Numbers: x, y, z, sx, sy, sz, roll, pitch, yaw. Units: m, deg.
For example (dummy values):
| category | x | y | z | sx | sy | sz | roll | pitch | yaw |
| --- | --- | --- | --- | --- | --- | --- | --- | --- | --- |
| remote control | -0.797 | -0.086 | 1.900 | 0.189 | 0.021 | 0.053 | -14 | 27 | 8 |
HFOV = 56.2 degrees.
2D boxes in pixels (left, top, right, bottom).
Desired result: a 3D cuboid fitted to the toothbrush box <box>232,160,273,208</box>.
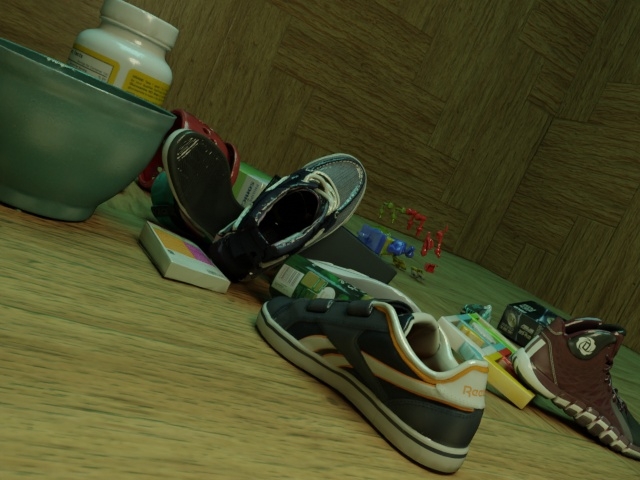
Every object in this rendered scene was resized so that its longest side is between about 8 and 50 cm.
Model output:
| category | x | y | z | sx | sy | sz | roll | pitch | yaw |
| --- | --- | --- | --- | --- | --- | --- | --- | --- | --- |
| toothbrush box | -0.195 | -0.126 | 1.556 | 0.283 | 0.122 | 0.206 | 29 | 9 | 35 |

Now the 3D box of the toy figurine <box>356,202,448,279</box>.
| category | x | y | z | sx | sy | sz | roll | pitch | yaw |
| --- | --- | --- | --- | --- | --- | --- | --- | --- | --- |
| toy figurine | 0.193 | -0.027 | 1.887 | 0.217 | 0.191 | 0.362 | 13 | 12 | -35 |

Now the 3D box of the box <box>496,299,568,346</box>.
| category | x | y | z | sx | sy | sz | roll | pitch | yaw |
| --- | --- | --- | --- | --- | --- | --- | --- | --- | --- |
| box | 0.575 | 0.235 | 1.549 | 0.147 | 0.077 | 0.180 | 0 | 26 | -45 |

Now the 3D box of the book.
| category | x | y | z | sx | sy | sz | roll | pitch | yaw |
| --- | --- | --- | --- | --- | --- | --- | --- | --- | --- |
| book | -0.199 | 0.025 | 0.873 | 0.096 | 0.035 | 0.144 | 23 | 8 | -36 |

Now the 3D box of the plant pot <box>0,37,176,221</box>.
| category | x | y | z | sx | sy | sz | roll | pitch | yaw |
| --- | --- | --- | --- | --- | --- | --- | --- | --- | --- |
| plant pot | -0.382 | -0.148 | 0.859 | 0.293 | 0.196 | 0.293 | 24 | 7 | -3 |

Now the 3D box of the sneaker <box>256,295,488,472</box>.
| category | x | y | z | sx | sy | sz | roll | pitch | yaw |
| --- | --- | --- | --- | --- | --- | --- | --- | --- | --- |
| sneaker | 0.057 | 0.119 | 0.701 | 0.321 | 0.127 | 0.126 | 29 | 10 | 40 |

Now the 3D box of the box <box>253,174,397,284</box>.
| category | x | y | z | sx | sy | sz | roll | pitch | yaw |
| --- | --- | --- | --- | --- | --- | --- | --- | --- | --- |
| box | 0.000 | 0.000 | 1.173 | 0.261 | 0.103 | 0.184 | 38 | 5 | -23 |

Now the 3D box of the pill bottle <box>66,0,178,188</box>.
| category | x | y | z | sx | sy | sz | roll | pitch | yaw |
| --- | --- | --- | --- | --- | --- | --- | --- | --- | --- |
| pill bottle | -0.402 | -0.279 | 1.155 | 0.188 | 0.334 | 0.188 | 25 | 8 | -4 |

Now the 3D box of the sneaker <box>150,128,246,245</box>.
| category | x | y | z | sx | sy | sz | roll | pitch | yaw |
| --- | --- | --- | --- | --- | --- | --- | --- | --- | --- |
| sneaker | -0.224 | -0.091 | 1.009 | 0.178 | 0.124 | 0.295 | 24 | -25 | 29 |

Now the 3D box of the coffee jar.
| category | x | y | z | sx | sy | sz | roll | pitch | yaw |
| --- | --- | --- | --- | --- | --- | --- | --- | --- | --- |
| coffee jar | 0.021 | 0.096 | 0.861 | 0.184 | 0.079 | 0.096 | 29 | -13 | 25 |

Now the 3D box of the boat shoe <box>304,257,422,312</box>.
| category | x | y | z | sx | sy | sz | roll | pitch | yaw |
| --- | --- | --- | --- | --- | --- | --- | --- | --- | --- |
| boat shoe | 0.057 | 0.089 | 0.997 | 0.258 | 0.095 | 0.084 | 27 | 12 | 11 |

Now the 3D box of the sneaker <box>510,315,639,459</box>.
| category | x | y | z | sx | sy | sz | roll | pitch | yaw |
| --- | --- | --- | --- | --- | --- | --- | --- | --- | --- |
| sneaker | 0.466 | 0.226 | 0.973 | 0.281 | 0.162 | 0.106 | 35 | 13 | -5 |

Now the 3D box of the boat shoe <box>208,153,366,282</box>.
| category | x | y | z | sx | sy | sz | roll | pitch | yaw |
| --- | --- | --- | --- | --- | --- | --- | --- | --- | --- |
| boat shoe | -0.010 | -0.058 | 0.951 | 0.127 | 0.340 | 0.158 | 53 | -34 | -6 |

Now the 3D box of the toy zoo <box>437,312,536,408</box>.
| category | x | y | z | sx | sy | sz | roll | pitch | yaw |
| --- | --- | --- | --- | --- | --- | --- | --- | --- | --- |
| toy zoo | 0.307 | 0.206 | 1.066 | 0.192 | 0.030 | 0.293 | 43 | 15 | 24 |

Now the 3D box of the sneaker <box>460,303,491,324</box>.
| category | x | y | z | sx | sy | sz | roll | pitch | yaw |
| --- | --- | --- | --- | --- | --- | --- | --- | --- | --- |
| sneaker | 0.390 | 0.192 | 1.510 | 0.076 | 0.065 | 0.166 | 10 | 1 | 14 |

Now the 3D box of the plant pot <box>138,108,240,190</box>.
| category | x | y | z | sx | sy | sz | roll | pitch | yaw |
| --- | --- | --- | --- | --- | --- | --- | --- | --- | --- |
| plant pot | -0.292 | -0.177 | 1.361 | 0.174 | 0.191 | 0.191 | 24 | 6 | -39 |
